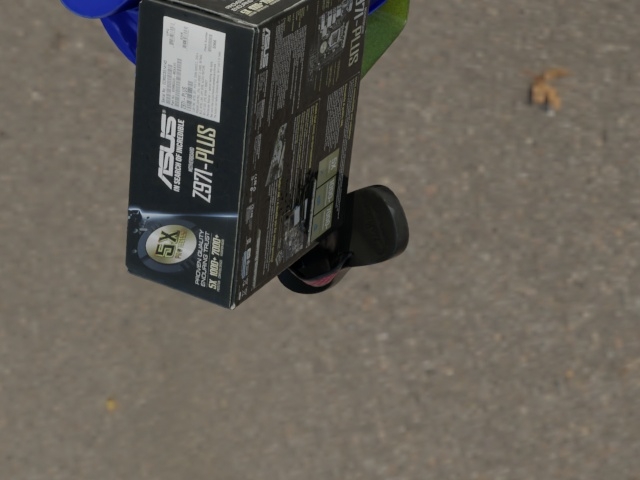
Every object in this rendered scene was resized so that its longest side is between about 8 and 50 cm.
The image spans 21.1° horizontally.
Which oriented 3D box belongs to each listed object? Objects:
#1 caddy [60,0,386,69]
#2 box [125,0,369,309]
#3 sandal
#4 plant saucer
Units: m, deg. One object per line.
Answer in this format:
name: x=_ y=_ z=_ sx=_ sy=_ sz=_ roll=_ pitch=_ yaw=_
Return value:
caddy: x=-0.066 y=-0.262 z=1.498 sx=0.341 sy=0.179 sz=0.241 roll=-36 pitch=98 yaw=22
box: x=-0.042 y=-0.074 z=1.025 sx=0.077 sy=0.147 sz=0.180 roll=19 pitch=120 yaw=22
sandal: x=0.000 y=0.000 z=1.162 sx=0.179 sy=0.040 sz=0.067 roll=-23 pitch=89 yaw=64
plant saucer: x=0.028 y=-0.231 z=1.664 sx=0.188 sy=0.045 sz=0.188 roll=-47 pitch=27 yaw=49
